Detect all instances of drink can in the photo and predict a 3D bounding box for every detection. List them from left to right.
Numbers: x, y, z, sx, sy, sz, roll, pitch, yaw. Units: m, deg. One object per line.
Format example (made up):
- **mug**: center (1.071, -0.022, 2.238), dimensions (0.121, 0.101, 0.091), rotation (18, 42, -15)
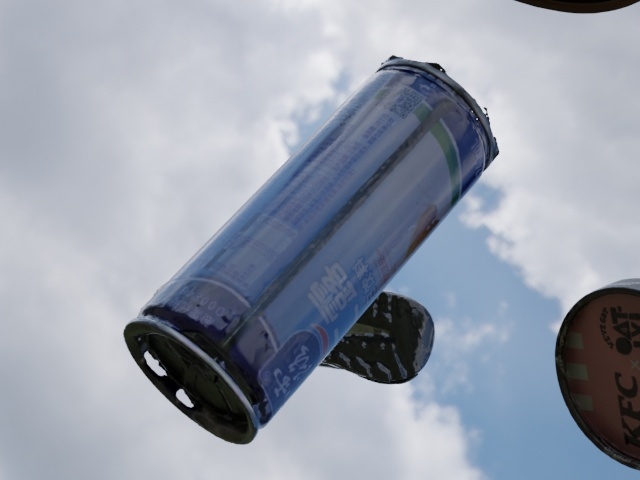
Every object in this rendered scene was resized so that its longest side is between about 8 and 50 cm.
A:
- **drink can**: center (0.000, 0.000, 0.719), dimensions (0.097, 0.235, 0.097), rotation (31, -29, 20)

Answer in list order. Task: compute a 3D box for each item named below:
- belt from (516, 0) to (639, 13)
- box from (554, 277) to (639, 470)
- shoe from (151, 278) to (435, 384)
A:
- **belt**: center (0.150, -0.280, 0.892), dimensions (0.261, 0.105, 0.184), rotation (29, -53, 1)
- **box**: center (0.288, 0.093, 1.002), dimensions (0.151, 0.135, 0.151), rotation (23, -59, 45)
- **shoe**: center (-0.043, 0.094, 1.512), dimensions (0.171, 0.337, 0.132), rotation (-169, -93, -78)
